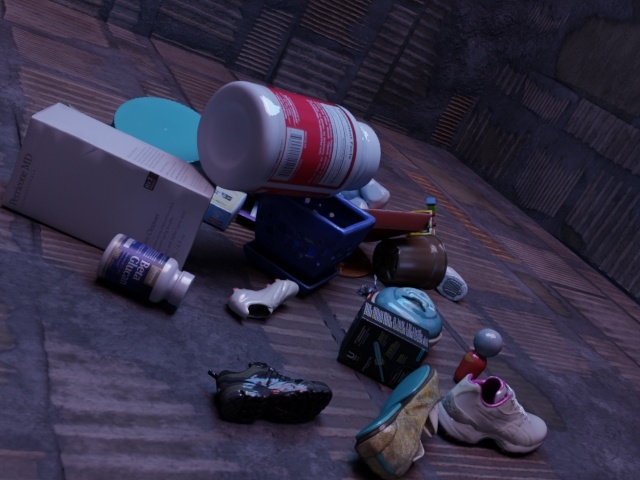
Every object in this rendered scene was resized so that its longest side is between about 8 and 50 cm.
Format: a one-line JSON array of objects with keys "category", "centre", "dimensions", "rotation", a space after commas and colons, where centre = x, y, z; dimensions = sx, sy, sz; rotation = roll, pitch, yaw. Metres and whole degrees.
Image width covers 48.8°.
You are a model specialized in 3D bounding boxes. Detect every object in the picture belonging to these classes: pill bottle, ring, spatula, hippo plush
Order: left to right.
[{"category": "pill bottle", "centre": [-0.335, 0.063, 1.370], "dimensions": [0.170, 0.094, 0.094], "rotation": [26, 20, -4]}, {"category": "spatula", "centre": [-0.184, -0.097, 2.039], "dimensions": [0.084, 0.030, 0.296], "rotation": [26, 20, -8]}, {"category": "pill bottle", "centre": [-0.054, -0.211, 1.589], "dimensions": [0.408, 0.229, 0.229], "rotation": [2, 32, -49]}, {"category": "ring", "centre": [0.000, 0.000, 2.038], "dimensions": [0.337, 0.032, 0.336], "rotation": [24, 20, -9]}, {"category": "hippo plush", "centre": [0.087, -0.127, 2.236], "dimensions": [0.236, 0.235, 0.294], "rotation": [73, -3, -60]}]

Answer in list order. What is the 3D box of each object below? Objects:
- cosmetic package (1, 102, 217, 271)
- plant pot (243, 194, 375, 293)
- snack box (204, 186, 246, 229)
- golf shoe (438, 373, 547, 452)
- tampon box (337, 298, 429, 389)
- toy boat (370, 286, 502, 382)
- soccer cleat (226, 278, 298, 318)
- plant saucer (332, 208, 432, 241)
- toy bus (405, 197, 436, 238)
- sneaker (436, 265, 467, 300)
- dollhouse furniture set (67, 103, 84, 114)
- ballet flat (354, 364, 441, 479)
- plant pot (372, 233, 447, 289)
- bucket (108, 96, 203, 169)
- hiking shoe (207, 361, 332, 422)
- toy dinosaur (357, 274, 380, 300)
[{"category": "cosmetic package", "centre": [-0.433, -0.105, 1.487], "dimensions": [0.385, 0.217, 0.156], "rotation": [22, 20, -10]}, {"category": "plant pot", "centre": [-0.036, -0.010, 1.754], "dimensions": [0.236, 0.212, 0.236], "rotation": [33, 20, 14]}, {"category": "snack box", "centre": [-0.368, -0.149, 1.889], "dimensions": [0.322, 0.060, 0.187], "rotation": [27, 21, -2]}, {"category": "golf shoe", "centre": [0.384, 0.364, 1.491], "dimensions": [0.306, 0.140, 0.115], "rotation": [17, 21, -31]}, {"category": "tampon box", "centre": [0.137, 0.227, 1.531], "dimensions": [0.161, 0.120, 0.101], "rotation": [28, 21, -1]}, {"category": "toy boat", "centre": [0.269, 0.206, 1.690], "dimensions": [0.318, 0.148, 0.267], "rotation": [33, 13, 9]}, {"category": "soccer cleat", "centre": [-0.115, 0.133, 1.533], "dimensions": [0.196, 0.068, 0.076], "rotation": [-7, 44, -46]}, {"category": "plant saucer", "centre": [0.137, -0.036, 1.981], "dimensions": [0.259, 0.047, 0.259], "rotation": [3, -11, -36]}, {"category": "toy bus", "centre": [0.345, -0.031, 2.433], "dimensions": [0.105, 0.202, 0.191], "rotation": [-1, 25, 11]}, {"category": "sneaker", "centre": [0.353, 0.098, 2.192], "dimensions": [0.232, 0.090, 0.115], "rotation": [40, 15, 8]}, {"category": "dollhouse furniture set", "centre": [-0.647, -0.296, 1.871], "dimensions": [0.152, 0.076, 0.059], "rotation": [34, 20, 15]}, {"category": "ballet flat", "centre": [0.165, 0.343, 1.327], "dimensions": [0.123, 0.123, 0.349], "rotation": [33, 20, 15]}, {"category": "plant pot", "centre": [0.251, 0.059, 2.043], "dimensions": [0.165, 0.166, 0.167], "rotation": [4, 30, -34]}, {"category": "bucket", "centre": [-0.392, -0.199, 1.696], "dimensions": [0.281, 0.183, 0.281], "rotation": [15, 41, -14]}, {"category": "hiking shoe", "centre": [-0.081, 0.254, 1.242], "dimensions": [0.227, 0.086, 0.114], "rotation": [11, 29, -36]}, {"category": "toy dinosaur", "centre": [0.134, 0.139, 1.891], "dimensions": [0.082, 0.047, 0.090], "rotation": [19, 53, -46]}]
